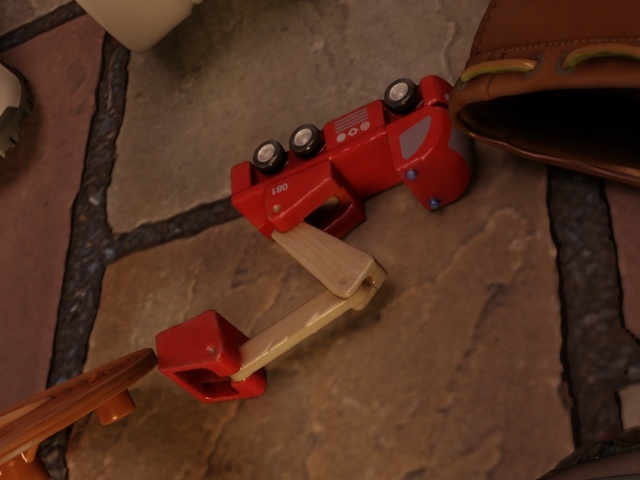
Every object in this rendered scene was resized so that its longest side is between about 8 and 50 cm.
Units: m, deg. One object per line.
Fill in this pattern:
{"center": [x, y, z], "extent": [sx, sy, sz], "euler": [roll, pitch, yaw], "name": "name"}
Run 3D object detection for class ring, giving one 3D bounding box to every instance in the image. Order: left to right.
{"center": [-0.229, 0.141, 0.610], "extent": [0.337, 0.032, 0.336], "euler": [-26, 2, 1], "name": "ring"}

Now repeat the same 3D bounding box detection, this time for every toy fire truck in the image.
{"center": [0.000, 0.000, 0.679], "extent": [0.192, 0.047, 0.135], "euler": [-23, 49, 20], "name": "toy fire truck"}

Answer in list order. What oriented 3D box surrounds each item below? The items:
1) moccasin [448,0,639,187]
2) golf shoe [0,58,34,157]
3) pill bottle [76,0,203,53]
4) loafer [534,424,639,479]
{"center": [0.194, -0.040, 0.502], "extent": [0.380, 0.139, 0.147], "euler": [30, 80, 45], "name": "moccasin"}
{"center": [-0.310, -0.144, 0.960], "extent": [0.105, 0.120, 0.273], "euler": [-39, 46, 5], "name": "golf shoe"}
{"center": [-0.043, -0.304, 0.819], "extent": [0.361, 0.204, 0.204], "euler": [-41, 44, 5], "name": "pill bottle"}
{"center": [0.104, 0.103, 0.428], "extent": [0.084, 0.096, 0.267], "euler": [-54, 5, -35], "name": "loafer"}
